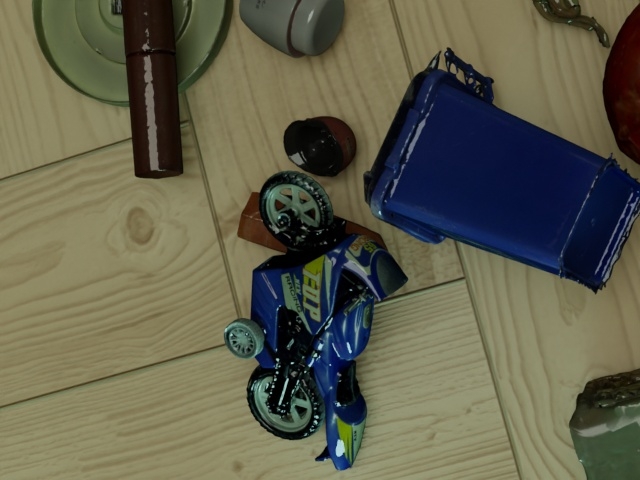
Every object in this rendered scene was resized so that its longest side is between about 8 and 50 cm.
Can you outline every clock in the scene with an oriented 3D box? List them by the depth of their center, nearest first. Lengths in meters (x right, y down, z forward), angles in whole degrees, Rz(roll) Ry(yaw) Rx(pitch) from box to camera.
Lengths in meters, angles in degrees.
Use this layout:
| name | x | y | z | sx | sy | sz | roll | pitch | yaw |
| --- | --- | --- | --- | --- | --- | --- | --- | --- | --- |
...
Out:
| name | x | y | z | sx | sy | sz | roll | pitch | yaw |
| --- | --- | --- | --- | --- | --- | --- | --- | --- | --- |
| clock | -0.211 | -0.266 | 1.614 | 0.235 | 0.029 | 0.235 | -1 | 86 | 14 |

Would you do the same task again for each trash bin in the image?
| name | x | y | z | sx | sy | sz | roll | pitch | yaw |
| --- | --- | --- | --- | --- | --- | --- | --- | --- | --- |
| trash bin | 0.182 | -0.062 | 1.409 | 0.234 | 0.162 | 0.184 | 25 | 92 | 34 |

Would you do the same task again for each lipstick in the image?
| name | x | y | z | sx | sy | sz | roll | pitch | yaw |
| --- | --- | --- | --- | --- | --- | --- | --- | --- | --- |
| lipstick | -0.186 | -0.245 | 1.564 | 0.057 | 0.057 | 0.356 | -6 | 84 | 13 |

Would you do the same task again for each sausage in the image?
| name | x | y | z | sx | sy | sz | roll | pitch | yaw |
| --- | --- | --- | --- | --- | --- | --- | --- | --- | --- |
| sausage | 0.000 | -0.001 | 1.529 | 0.169 | 0.065 | 0.065 | 19 | 91 | 13 |

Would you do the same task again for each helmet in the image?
| name | x | y | z | sx | sy | sz | roll | pitch | yaw |
| --- | --- | --- | --- | --- | --- | --- | --- | --- | --- |
| helmet | 0.006 | -0.105 | 1.541 | 0.084 | 0.049 | 0.065 | 18 | 128 | 38 |

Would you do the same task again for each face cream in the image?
| name | x | y | z | sx | sy | sz | roll | pitch | yaw |
| --- | --- | --- | --- | --- | --- | --- | --- | --- | --- |
| face cream | -0.030 | -0.244 | 1.538 | 0.095 | 0.091 | 0.091 | 26 | 93 | 22 |

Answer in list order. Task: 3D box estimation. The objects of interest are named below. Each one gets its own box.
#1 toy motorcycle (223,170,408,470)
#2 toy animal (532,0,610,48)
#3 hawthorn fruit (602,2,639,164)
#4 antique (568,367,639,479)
| name | x | y | z | sx | sy | sz | roll | pitch | yaw |
| --- | --- | --- | --- | --- | --- | --- | --- | --- | --- |
| toy motorcycle | 0.003 | 0.085 | 1.472 | 0.169 | 0.113 | 0.315 | 16 | 118 | 24 |
| toy animal | 0.236 | -0.286 | 1.490 | 0.086 | 0.069 | 0.220 | -43 | 72 | 30 |
| hawthorn fruit | 0.365 | -0.144 | 1.340 | 0.230 | 0.266 | 0.210 | 27 | 99 | 23 |
| antique | 0.337 | 0.273 | 1.404 | 0.125 | 0.150 | 0.284 | -15 | 92 | 17 |
